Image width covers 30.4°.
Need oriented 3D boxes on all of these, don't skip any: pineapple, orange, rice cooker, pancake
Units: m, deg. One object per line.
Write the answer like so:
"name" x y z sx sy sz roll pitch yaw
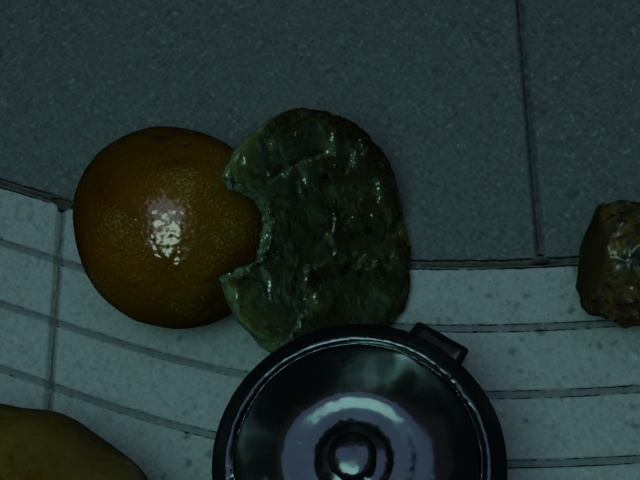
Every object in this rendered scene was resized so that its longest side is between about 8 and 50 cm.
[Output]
"pineapple" 0.372 0.033 1.104 0.247 0.128 0.128 7 71 2
"orange" -0.142 -0.015 1.134 0.206 0.206 0.206 -2 70 6
"rice cooker" 0.036 0.204 1.012 0.241 0.227 0.281 31 76 16
"pancake" 0.000 0.000 1.109 0.037 0.253 0.254 -4 64 46

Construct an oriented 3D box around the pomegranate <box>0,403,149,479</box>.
"pomegranate" -0.283 0.290 0.996 0.338 0.338 0.338 -2 70 6
